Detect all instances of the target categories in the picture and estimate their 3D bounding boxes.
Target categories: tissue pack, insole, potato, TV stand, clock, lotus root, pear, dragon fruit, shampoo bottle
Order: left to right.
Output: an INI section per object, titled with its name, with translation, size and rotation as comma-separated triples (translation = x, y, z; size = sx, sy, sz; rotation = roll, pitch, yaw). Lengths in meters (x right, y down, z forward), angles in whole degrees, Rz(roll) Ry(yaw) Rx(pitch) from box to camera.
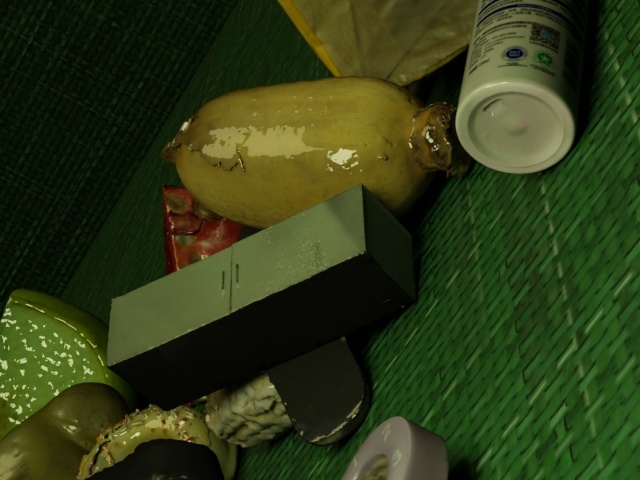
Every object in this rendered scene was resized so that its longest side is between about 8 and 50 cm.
[pear]
translation = -0.368, 0.249, 2.250
size = 0.318, 0.239, 0.342
rotation = -175, 107, -89
[potato]
translation = -0.276, 0.304, 1.790
size = 0.202, 0.218, 0.351
rotation = -20, 37, 30
[dragon fruit]
translation = -0.090, 0.094, 1.723
size = 0.262, 0.134, 0.211
rotation = 93, 172, -47
[TV stand]
translation = -0.053, 0.053, 1.442
size = 0.269, 0.088, 0.082
rotation = -26, 42, 24
[insole]
translation = -0.021, 0.067, 1.482
size = 0.110, 0.012, 0.309
rotation = -38, 39, 8
[lotus root]
translation = -0.001, -0.074, 1.498
size = 0.303, 0.131, 0.146
rotation = 0, 59, 28
[tissue pack]
translation = 0.044, -0.348, 1.629
size = 0.228, 0.293, 0.382
rotation = -30, 24, 12
[clock]
translation = 0.032, 0.221, 1.087
size = 0.198, 0.064, 0.172
rotation = -59, 13, 14
[shampoo bottle]
translation = 0.168, -0.182, 1.333
size = 0.092, 0.092, 0.303
rotation = -51, 17, 40

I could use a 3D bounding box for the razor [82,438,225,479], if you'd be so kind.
[razor]
translation = -0.162, 0.326, 1.443
size = 0.189, 0.107, 0.327
rotation = -30, 32, 20

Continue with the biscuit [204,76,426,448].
[biscuit]
translation = 0.000, 0.000, 1.635
size = 0.144, 0.078, 0.426
rotation = -40, 26, 55

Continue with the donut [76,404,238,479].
[donut]
translation = -0.166, 0.229, 1.664
size = 0.175, 0.068, 0.174
rotation = -15, 38, 12
